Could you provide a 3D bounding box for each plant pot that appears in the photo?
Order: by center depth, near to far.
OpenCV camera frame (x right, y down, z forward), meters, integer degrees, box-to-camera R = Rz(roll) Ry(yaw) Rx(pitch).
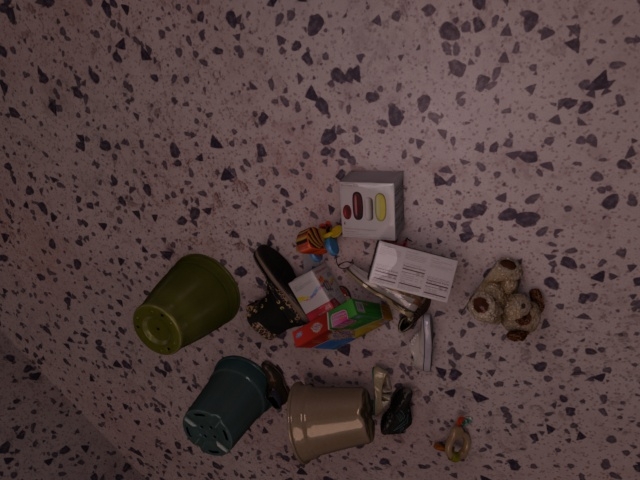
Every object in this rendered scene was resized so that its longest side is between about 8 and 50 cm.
[{"bbox_3d":[0.059,0.751,2.010,0.305,0.334,0.334,-12,107,14],"label":"plant pot"},{"bbox_3d":[-0.592,0.295,2.033,0.366,0.353,0.367,9,116,19],"label":"plant pot"},{"bbox_3d":[-0.431,0.771,2.186,0.340,0.334,0.342,9,116,18],"label":"plant pot"}]

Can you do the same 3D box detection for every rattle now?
[{"bbox_3d":[0.546,0.793,1.967,0.130,0.143,0.200,-4,97,-10],"label":"rattle"}]

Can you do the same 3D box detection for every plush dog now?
[{"bbox_3d":[0.626,0.227,1.599,0.225,0.262,0.211,35,155,16],"label":"plush dog"}]

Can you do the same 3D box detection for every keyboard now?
[{"bbox_3d":[-0.035,0.115,1.923,0.072,0.014,0.256,4,114,15],"label":"keyboard"}]

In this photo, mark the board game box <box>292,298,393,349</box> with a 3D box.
[{"bbox_3d":[0.086,0.331,1.843,0.316,0.242,0.064,-35,57,31],"label":"board game box"}]

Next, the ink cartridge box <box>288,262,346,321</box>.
[{"bbox_3d":[-0.012,0.198,1.851,0.127,0.128,0.176,-32,87,27],"label":"ink cartridge box"}]

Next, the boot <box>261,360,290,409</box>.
[{"bbox_3d":[-0.217,0.665,2.182,0.082,0.106,0.219,-28,100,30],"label":"boot"}]

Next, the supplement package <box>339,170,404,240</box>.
[{"bbox_3d":[0.181,-0.125,1.647,0.194,0.149,0.203,4,114,21],"label":"supplement package"}]

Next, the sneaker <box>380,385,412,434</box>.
[{"bbox_3d":[0.339,0.715,1.996,0.106,0.101,0.268,15,120,-6],"label":"sneaker"}]

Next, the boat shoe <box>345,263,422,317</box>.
[{"bbox_3d":[0.239,0.164,1.783,0.302,0.113,0.103,33,93,14],"label":"boat shoe"}]

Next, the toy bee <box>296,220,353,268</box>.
[{"bbox_3d":[0.000,0.000,1.765,0.195,0.298,0.162,-14,67,8],"label":"toy bee"}]

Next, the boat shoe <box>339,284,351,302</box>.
[{"bbox_3d":[0.100,0.246,1.904,0.049,0.043,0.137,-9,107,28],"label":"boat shoe"}]

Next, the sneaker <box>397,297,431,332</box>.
[{"bbox_3d":[0.355,0.281,1.797,0.066,0.071,0.188,31,121,7],"label":"sneaker"}]

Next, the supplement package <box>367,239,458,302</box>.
[{"bbox_3d":[0.303,0.098,1.616,0.261,0.204,0.145,15,92,4],"label":"supplement package"}]

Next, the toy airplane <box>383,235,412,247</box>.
[{"bbox_3d":[0.292,0.050,1.747,0.151,0.028,0.151,6,117,12],"label":"toy airplane"}]

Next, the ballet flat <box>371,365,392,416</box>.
[{"bbox_3d":[0.258,0.637,1.988,0.086,0.086,0.249,4,114,21],"label":"ballet flat"}]

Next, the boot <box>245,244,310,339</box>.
[{"bbox_3d":[-0.211,0.229,1.977,0.284,0.138,0.377,-35,97,33],"label":"boot"}]

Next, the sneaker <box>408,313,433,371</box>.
[{"bbox_3d":[0.383,0.395,1.822,0.091,0.094,0.258,4,114,16],"label":"sneaker"}]
